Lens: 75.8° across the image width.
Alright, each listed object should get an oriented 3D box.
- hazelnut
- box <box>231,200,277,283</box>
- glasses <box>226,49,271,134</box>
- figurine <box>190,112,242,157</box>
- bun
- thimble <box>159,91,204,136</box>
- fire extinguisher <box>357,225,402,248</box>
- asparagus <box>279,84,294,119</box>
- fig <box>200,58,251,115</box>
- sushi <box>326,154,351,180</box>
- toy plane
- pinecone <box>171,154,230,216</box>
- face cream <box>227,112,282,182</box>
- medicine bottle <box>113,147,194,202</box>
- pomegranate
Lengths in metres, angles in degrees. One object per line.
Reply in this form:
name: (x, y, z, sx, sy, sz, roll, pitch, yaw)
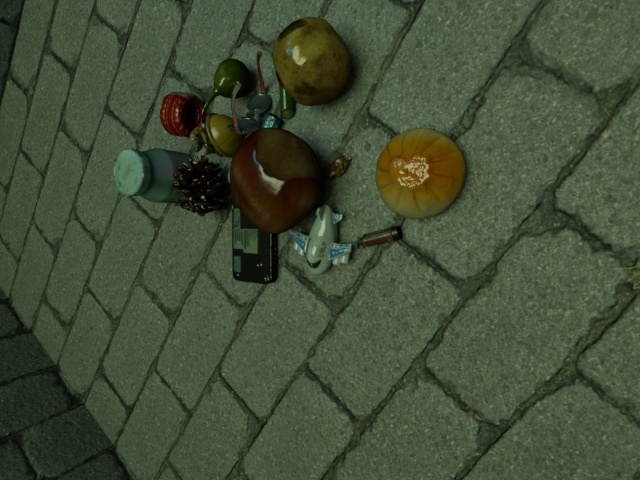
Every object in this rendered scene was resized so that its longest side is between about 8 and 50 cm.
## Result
hazelnut: (-0.158, -0.214, 1.490, 0.365, 0.365, 0.367, 3, 96, 29)
box: (-0.277, 0.002, 1.728, 0.211, 0.058, 0.351, 3, 95, 30)
glasses: (-0.279, -0.556, 1.535, 0.117, 0.268, 0.234, 21, 65, 11)
figurine: (-0.435, -0.437, 1.709, 0.256, 0.192, 0.167, 13, 82, 38)
bun: (0.303, -0.217, 1.320, 0.298, 0.164, 0.300, 2, 94, 29)
thimble: (-0.604, -0.551, 1.801, 0.124, 0.163, 0.190, 11, 100, 26)
fire extinguisher: (0.202, -0.007, 1.464, 0.177, 0.050, 0.062, -15, 126, 31)
asparagus: (-0.133, -0.612, 1.589, 0.067, 0.060, 0.278, -3, 94, 19)
fig: (-0.394, -0.610, 1.630, 0.259, 0.151, 0.151, -39, 71, -17)
sushi: (0.068, -0.268, 1.513, 0.060, 0.061, 0.118, 48, 135, 8)
toy plane: (0.003, 0.000, 1.535, 0.266, 0.122, 0.267, 5, 99, 30)
pinecone: (-0.507, -0.231, 1.730, 0.263, 0.264, 0.265, 3, 96, 29)
face cream: (-0.259, -0.353, 1.671, 0.163, 0.080, 0.337, 39, 111, 22)
medicine bottle: (-0.729, -0.286, 1.822, 0.244, 0.289, 0.245, 3, 95, 29)
pomegranate: (-0.034, -0.611, 1.413, 0.280, 0.281, 0.282, 3, 96, 29)
